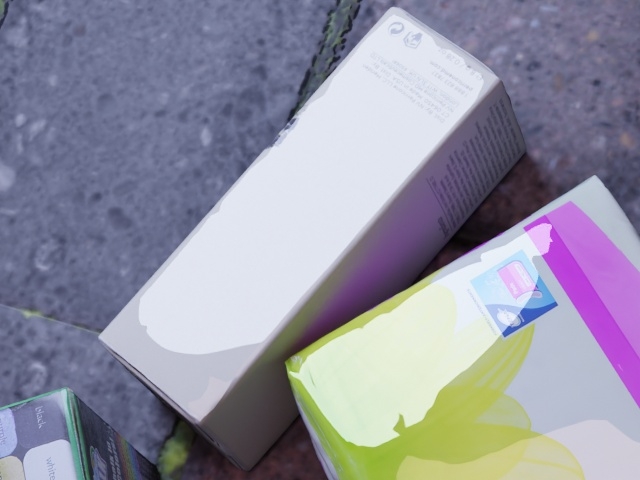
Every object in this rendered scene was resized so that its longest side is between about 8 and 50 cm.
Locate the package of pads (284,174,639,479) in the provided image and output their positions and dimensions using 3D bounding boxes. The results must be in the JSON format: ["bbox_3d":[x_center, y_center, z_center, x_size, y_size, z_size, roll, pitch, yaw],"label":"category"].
[{"bbox_3d":[0.135,0.143,1.112,0.229,0.101,0.296,-31,63,1],"label":"package of pads"}]

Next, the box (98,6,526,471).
[{"bbox_3d":[0.000,0.000,1.203,0.094,0.113,0.275,38,81,25],"label":"box"}]

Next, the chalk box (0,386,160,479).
[{"bbox_3d":[-0.172,0.175,1.118,0.132,0.213,0.132,-17,65,7],"label":"chalk box"}]
